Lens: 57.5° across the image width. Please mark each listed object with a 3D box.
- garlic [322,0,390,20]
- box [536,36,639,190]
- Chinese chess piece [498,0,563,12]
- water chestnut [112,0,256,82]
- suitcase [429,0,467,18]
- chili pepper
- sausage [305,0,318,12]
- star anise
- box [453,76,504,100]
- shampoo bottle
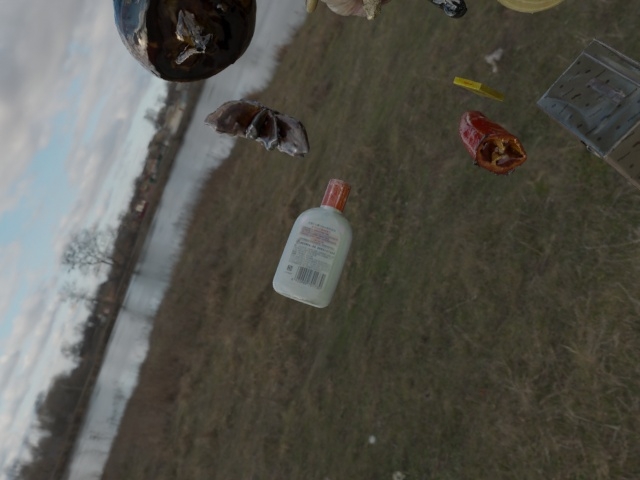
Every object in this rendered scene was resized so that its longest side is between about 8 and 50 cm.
[{"bbox_3d":[0.097,-0.624,1.399,0.245,0.245,0.253,-53,38,46],"label":"garlic"},{"bbox_3d":[0.662,-0.262,1.270,0.190,0.225,0.297,-49,30,23],"label":"box"},{"bbox_3d":[0.502,-0.661,1.354,0.250,0.251,0.097,-58,9,35],"label":"Chinese chess piece"},{"bbox_3d":[-0.304,-0.521,1.340,0.350,0.351,0.302,-58,37,35],"label":"water chestnut"},{"bbox_3d":[0.201,-0.627,1.085,0.188,0.340,0.345,-58,-3,-6],"label":"suitcase"},{"bbox_3d":[0.262,-0.174,0.944,0.064,0.088,0.168,-58,23,26],"label":"chili pepper"},{"bbox_3d":[-0.009,-0.441,1.000,0.132,0.024,0.024,118,168,-68],"label":"sausage"},{"bbox_3d":[-0.129,-0.240,1.230,0.229,0.237,0.092,35,112,42],"label":"star anise"},{"bbox_3d":[0.452,-0.430,1.660,0.087,0.155,0.023,33,110,36],"label":"box"},{"bbox_3d":[0.000,0.000,1.012,0.051,0.108,0.220,73,-144,-76],"label":"shampoo bottle"}]
